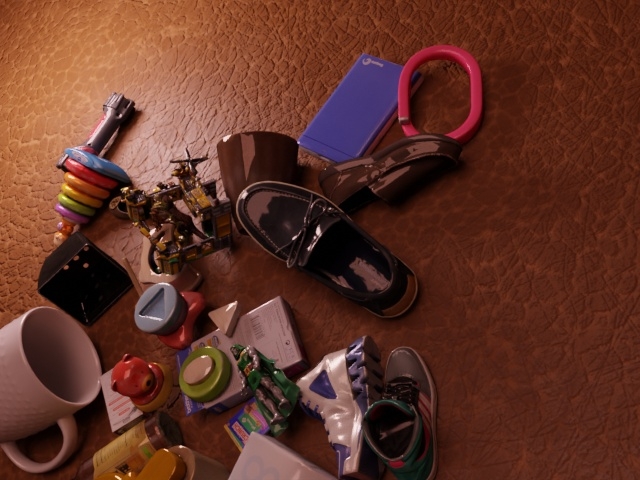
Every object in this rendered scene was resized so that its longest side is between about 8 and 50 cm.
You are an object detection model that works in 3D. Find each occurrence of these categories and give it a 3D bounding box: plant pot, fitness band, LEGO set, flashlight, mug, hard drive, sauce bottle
[{"bbox_3d":[-0.159,-0.135,1.987,0.215,0.215,0.231,-9,74,23],"label":"plant pot"},{"bbox_3d":[0.299,-0.359,1.925,0.208,0.054,0.291,-3,65,14],"label":"fitness band"},{"bbox_3d":[-0.368,-0.095,1.983,0.254,0.192,0.331,-16,49,-17],"label":"LEGO set"},{"bbox_3d":[-0.713,-0.333,2.451,0.304,0.103,0.103,-62,18,-18],"label":"flashlight"},{"bbox_3d":[-0.749,0.406,1.955,0.328,0.276,0.374,-31,83,16],"label":"mug"},{"bbox_3d":[-0.660,0.087,2.132,0.188,0.187,0.167,-44,39,-1],"label":"plant pot"},{"bbox_3d":[0.102,-0.342,2.053,0.210,0.040,0.319,29,79,37],"label":"hard drive"},{"bbox_3d":[-0.486,0.536,1.815,0.344,0.111,0.111,-36,52,8],"label":"sauce bottle"}]

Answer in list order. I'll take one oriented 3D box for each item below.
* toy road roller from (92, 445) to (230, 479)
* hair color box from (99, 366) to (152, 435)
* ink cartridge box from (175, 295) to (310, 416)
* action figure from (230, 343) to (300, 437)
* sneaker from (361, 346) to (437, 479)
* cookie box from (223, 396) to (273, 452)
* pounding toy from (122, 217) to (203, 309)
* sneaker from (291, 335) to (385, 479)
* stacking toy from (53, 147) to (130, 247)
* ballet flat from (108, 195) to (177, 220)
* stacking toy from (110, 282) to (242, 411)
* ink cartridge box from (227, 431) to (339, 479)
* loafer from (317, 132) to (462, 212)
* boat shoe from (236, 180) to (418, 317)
[{"bbox_3d":[-0.378,0.568,1.681,0.330,0.202,0.240,-51,46,-5],"label":"toy road roller"},{"bbox_3d":[-0.485,0.394,1.931,0.093,0.053,0.167,-32,51,6],"label":"hair color box"},{"bbox_3d":[-0.191,0.283,1.833,0.311,0.065,0.186,-27,53,9],"label":"ink cartridge box"},{"bbox_3d":[-0.137,0.306,1.710,0.232,0.063,0.137,45,115,43],"label":"action figure"},{"bbox_3d":[0.154,0.330,1.546,0.123,0.178,0.296,-16,56,19],"label":"sneaker"},{"bbox_3d":[-0.151,0.419,1.745,0.107,0.040,0.092,-45,52,-1],"label":"cookie box"},{"bbox_3d":[-0.410,0.053,2.022,0.154,0.155,0.270,-17,53,20],"label":"pounding toy"},{"bbox_3d":[0.036,0.366,1.637,0.182,0.127,0.316,-17,50,24],"label":"sneaker"},{"bbox_3d":[-0.726,-0.112,2.313,0.175,0.165,0.302,29,93,27],"label":"stacking toy"},{"bbox_3d":[-0.524,-0.102,2.236,0.249,0.058,0.084,8,66,31],"label":"ballet flat"},{"bbox_3d":[-0.349,0.239,1.825,0.279,0.130,0.309,-5,60,30],"label":"stacking toy"},{"bbox_3d":[-0.053,0.606,1.533,0.384,0.091,0.308,22,81,37],"label":"ink cartridge box"},{"bbox_3d":[0.173,-0.147,1.863,0.365,0.133,0.130,-18,66,24],"label":"loafer"},{"bbox_3d":[0.000,0.000,1.770,0.500,0.156,0.187,34,88,24],"label":"boat shoe"}]
